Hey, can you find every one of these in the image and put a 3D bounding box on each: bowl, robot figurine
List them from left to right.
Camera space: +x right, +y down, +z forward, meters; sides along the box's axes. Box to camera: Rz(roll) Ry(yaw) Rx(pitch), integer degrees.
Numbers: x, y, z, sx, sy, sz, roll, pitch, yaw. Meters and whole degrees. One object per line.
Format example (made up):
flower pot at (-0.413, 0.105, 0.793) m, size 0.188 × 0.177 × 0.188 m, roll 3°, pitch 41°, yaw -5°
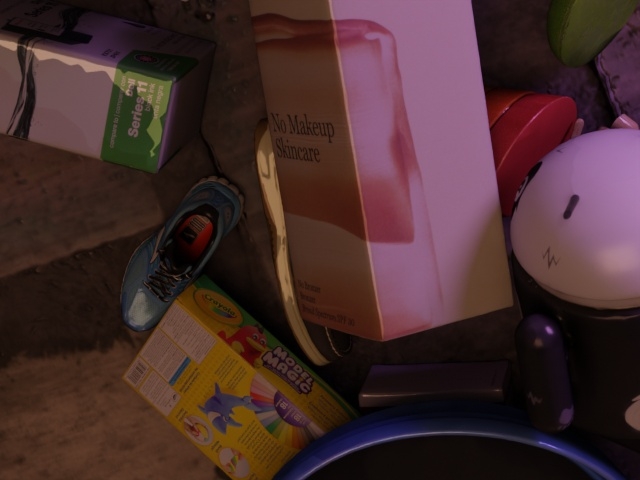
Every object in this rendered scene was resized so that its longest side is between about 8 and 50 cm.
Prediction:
bowl at (0.106, 0.309, 1.482) m, size 0.391 × 0.077 × 0.391 m, roll 0°, pitch 114°, yaw 0°
robot figurine at (0.240, 0.043, 1.383) m, size 0.174 × 0.209 × 0.278 m, roll -8°, pitch 130°, yaw 8°

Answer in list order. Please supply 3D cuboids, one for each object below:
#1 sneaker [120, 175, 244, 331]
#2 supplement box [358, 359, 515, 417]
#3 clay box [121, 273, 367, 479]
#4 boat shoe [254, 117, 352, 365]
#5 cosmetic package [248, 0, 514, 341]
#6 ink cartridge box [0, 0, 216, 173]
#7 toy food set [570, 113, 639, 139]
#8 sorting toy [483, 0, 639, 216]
sneaker at (-0.132, 0.016, 1.529) m, size 0.063 × 0.073 × 0.162 m, roll 33°, pitch 112°, yaw -1°
supplement box at (0.114, 0.231, 1.554) m, size 0.130 × 0.073 × 0.239 m, roll -3°, pitch 107°, yaw 13°
clay box at (-0.058, 0.148, 1.534) m, size 0.222 × 0.053 × 0.127 m, roll 41°, pitch 132°, yaw 5°
boat shoe at (0.000, -0.001, 1.495) m, size 0.073 × 0.080 × 0.223 m, roll -10°, pitch 102°, yaw 19°
cosmetic package at (0.045, -0.083, 1.385) m, size 0.129 × 0.153 × 0.296 m, roll -13°, pitch 100°, yaw -24°
ink cartridge box at (-0.208, -0.137, 1.450) m, size 0.208 × 0.153 × 0.086 m, roll 14°, pitch 110°, yaw 5°
toy food set at (0.265, -0.066, 1.456) m, size 0.122 × 0.019 × 0.078 m, roll 12°, pitch 111°, yaw -1°
sorting toy at (0.175, -0.200, 1.396) m, size 0.126 × 0.127 × 0.365 m, roll 35°, pitch 115°, yaw 24°
